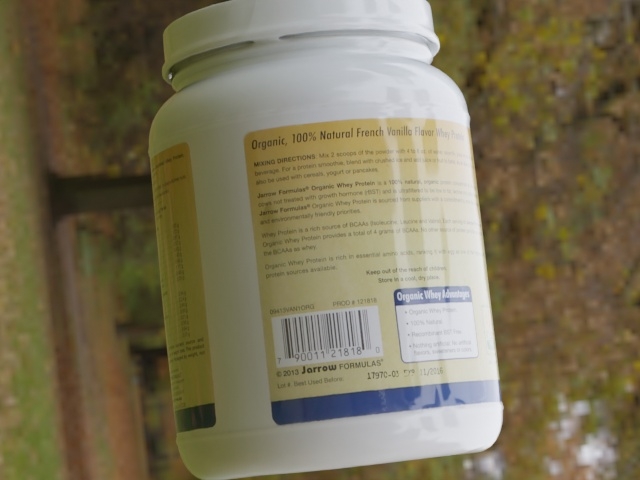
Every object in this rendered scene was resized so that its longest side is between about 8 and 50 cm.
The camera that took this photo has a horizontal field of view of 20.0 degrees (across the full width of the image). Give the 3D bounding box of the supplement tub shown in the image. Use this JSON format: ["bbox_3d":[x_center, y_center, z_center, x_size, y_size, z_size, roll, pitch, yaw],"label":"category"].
[{"bbox_3d":[0.000,0.000,1.268,0.228,0.228,0.316,124,-39,-82],"label":"supplement tub"}]
